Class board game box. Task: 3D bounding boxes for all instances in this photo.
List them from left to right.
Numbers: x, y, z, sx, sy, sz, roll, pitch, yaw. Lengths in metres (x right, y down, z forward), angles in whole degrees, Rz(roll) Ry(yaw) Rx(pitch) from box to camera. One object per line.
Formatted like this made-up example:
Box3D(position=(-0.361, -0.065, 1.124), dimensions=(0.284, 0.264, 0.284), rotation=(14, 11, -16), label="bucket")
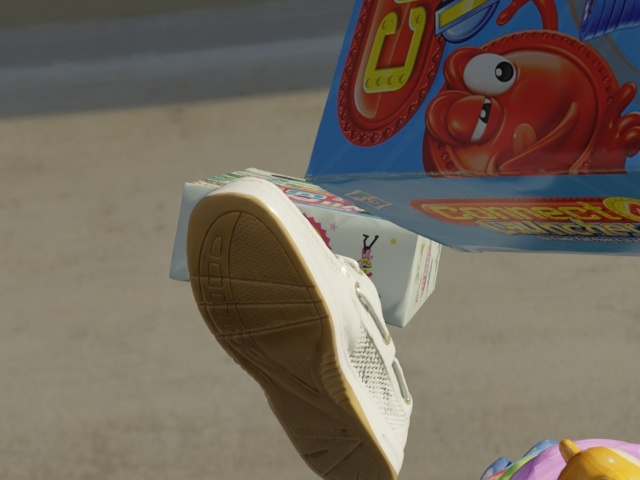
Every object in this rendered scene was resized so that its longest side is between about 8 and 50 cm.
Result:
Box3D(position=(0.000, 0.000, 1.453), dimensions=(0.224, 0.097, 0.303), rotation=(12, 8, 8), label="board game box")
Box3D(position=(0.149, -0.149, 0.473), dimensions=(0.086, 0.308, 0.302), rotation=(22, -11, -32), label="board game box")

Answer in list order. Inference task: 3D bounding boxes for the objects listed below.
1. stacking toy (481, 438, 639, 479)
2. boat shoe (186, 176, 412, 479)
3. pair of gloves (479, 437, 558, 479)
Box3D(position=(0.122, 0.152, 0.676), dimensions=(0.166, 0.302, 0.175), rotation=(-33, 66, -12), label="stacking toy")
Box3D(position=(-0.006, 0.051, 0.999), dimensions=(0.098, 0.277, 0.096), rotation=(2, 45, 29), label="boat shoe")
Box3D(position=(0.179, 0.209, 1.075), dimensions=(0.159, 0.023, 0.198), rotation=(-41, 29, -26), label="pair of gloves")
